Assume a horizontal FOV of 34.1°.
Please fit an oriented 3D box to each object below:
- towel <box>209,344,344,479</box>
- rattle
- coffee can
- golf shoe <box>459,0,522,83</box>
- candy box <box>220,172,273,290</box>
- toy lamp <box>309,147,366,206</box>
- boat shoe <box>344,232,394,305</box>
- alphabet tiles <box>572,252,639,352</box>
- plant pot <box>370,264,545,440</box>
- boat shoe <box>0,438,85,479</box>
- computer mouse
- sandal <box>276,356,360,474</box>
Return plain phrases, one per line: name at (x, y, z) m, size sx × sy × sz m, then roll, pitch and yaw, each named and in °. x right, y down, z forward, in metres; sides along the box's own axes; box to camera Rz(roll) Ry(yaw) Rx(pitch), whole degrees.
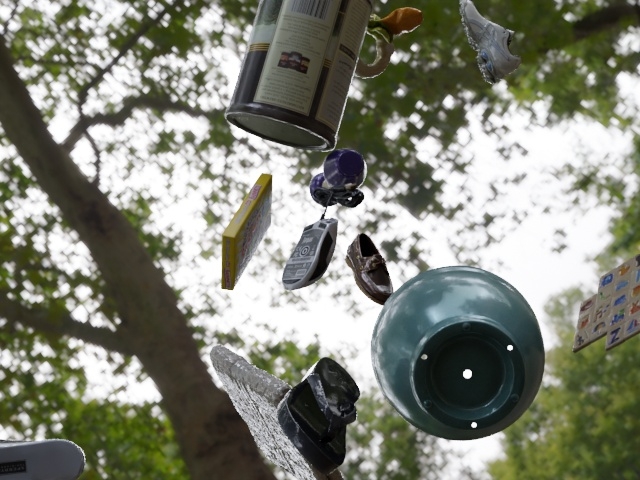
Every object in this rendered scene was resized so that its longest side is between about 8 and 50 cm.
towel at (-0.066, 0.296, 1.695) m, size 0.049 × 0.187 × 0.282 m, roll -43°, pitch -49°, yaw -24°
rattle at (0.097, -0.362, 2.033) m, size 0.199 × 0.143 × 0.130 m, roll -41°, pitch -49°, yaw -35°
coffee can at (-0.034, -0.319, 1.845) m, size 0.201 × 0.201 × 0.275 m, roll 29°, pitch -105°, yaw -62°
golf shoe at (0.321, -0.387, 1.978) m, size 0.086 × 0.176 × 0.069 m, roll -24°, pitch -12°, yaw 10°
candy box at (-0.119, -0.017, 1.705) m, size 0.206 × 0.027 × 0.105 m, roll -65°, pitch -19°, yaw -54°
toy lamp at (0.033, -0.113, 1.884) m, size 0.080 × 0.080 × 0.275 m, roll -42°, pitch 0°, yaw -9°
boat shoe at (0.107, 0.058, 2.227) m, size 0.073 × 0.207 × 0.073 m, roll 14°, pitch -64°, yaw -31°
alphabet tiles at (0.506, 0.093, 1.710) m, size 0.237 × 0.009 × 0.198 m, roll -41°, pitch 17°, yaw 43°
plant pot at (0.229, 0.197, 1.681) m, size 0.293 × 0.293 × 0.196 m, roll -49°, pitch 3°, yaw 5°
boat shoe at (-0.407, 0.276, 1.279) m, size 0.228 × 0.080 × 0.076 m, roll -2°, pitch -14°, yaw -20°
computer mouse at (0.000, 0.000, 1.559) m, size 0.042 × 0.106 × 0.193 m, roll 41°, pitch -118°, yaw -33°
sandal at (0.007, 0.195, 1.267) m, size 0.054 × 0.097 × 0.254 m, roll -45°, pitch 7°, yaw 17°
